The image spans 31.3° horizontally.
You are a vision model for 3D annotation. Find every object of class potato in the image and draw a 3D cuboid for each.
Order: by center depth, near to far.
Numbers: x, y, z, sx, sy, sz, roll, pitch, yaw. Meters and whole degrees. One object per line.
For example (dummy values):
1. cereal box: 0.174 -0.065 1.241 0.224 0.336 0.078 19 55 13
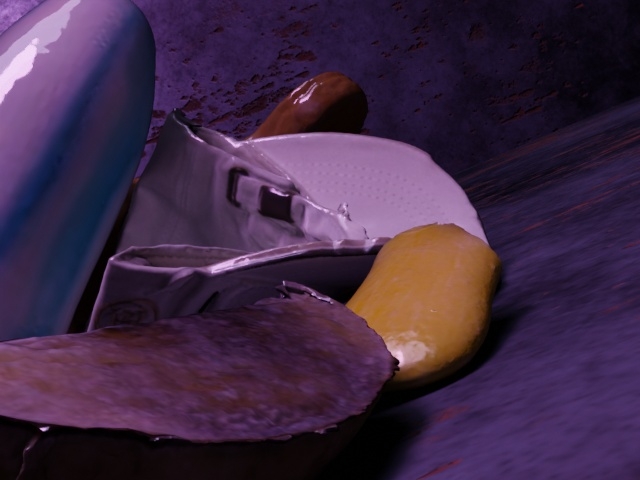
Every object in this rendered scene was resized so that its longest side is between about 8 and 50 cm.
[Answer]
1. potato: -0.058 0.089 0.433 0.120 0.100 0.261 26 16 32

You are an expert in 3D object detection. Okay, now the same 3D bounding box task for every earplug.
1. earplug: -0.214 -0.041 0.818 0.324 0.185 0.185 -66 16 -14

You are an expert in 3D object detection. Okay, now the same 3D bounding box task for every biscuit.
1. biscuit: -0.134 0.002 1.126 0.394 0.076 0.368 -31 -20 -35

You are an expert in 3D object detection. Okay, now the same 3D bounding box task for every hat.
1. hat: -0.026 0.027 0.810 0.301 0.168 0.258 1 27 1

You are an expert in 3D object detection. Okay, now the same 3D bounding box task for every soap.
1. soap: 0.053 0.034 0.606 0.089 0.033 0.168 -2 23 23

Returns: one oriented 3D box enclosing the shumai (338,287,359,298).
1. shumai: -0.002 0.000 1.086 0.146 0.116 0.145 -22 5 2
